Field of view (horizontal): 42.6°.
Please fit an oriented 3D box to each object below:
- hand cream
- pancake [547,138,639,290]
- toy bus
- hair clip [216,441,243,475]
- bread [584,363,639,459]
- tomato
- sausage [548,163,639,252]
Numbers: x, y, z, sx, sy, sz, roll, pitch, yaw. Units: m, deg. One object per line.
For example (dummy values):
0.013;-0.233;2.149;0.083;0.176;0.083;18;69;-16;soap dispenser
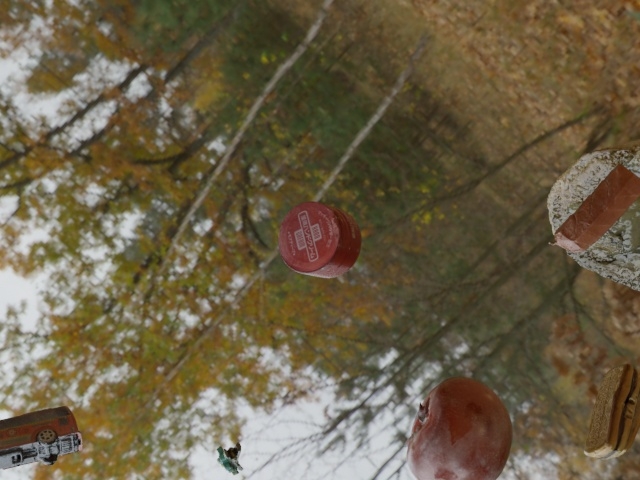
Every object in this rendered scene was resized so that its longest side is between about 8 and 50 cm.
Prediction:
0.000;0.000;2.113;0.193;0.193;0.125;48;-163;27;hand cream
0.612;-0.046;1.538;0.387;0.387;0.082;41;-129;-20;pancake
-0.469;0.309;1.259;0.192;0.065;0.077;-10;-134;-21;toy bus
-0.167;0.404;1.518;0.049;0.049;0.173;47;161;19;hair clip
0.592;0.346;1.639;0.077;0.200;0.116;27;155;-3;bread
0.322;0.451;1.876;0.227;0.270;0.270;23;-172;1;tomato
0.445;-0.043;1.328;0.065;0.169;0.065;39;-169;-9;sausage
